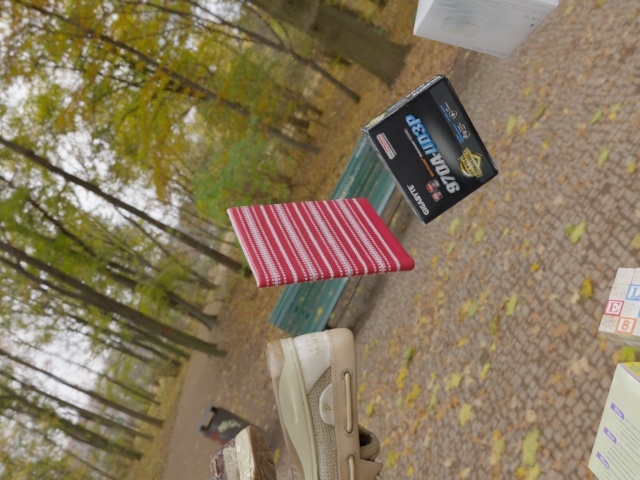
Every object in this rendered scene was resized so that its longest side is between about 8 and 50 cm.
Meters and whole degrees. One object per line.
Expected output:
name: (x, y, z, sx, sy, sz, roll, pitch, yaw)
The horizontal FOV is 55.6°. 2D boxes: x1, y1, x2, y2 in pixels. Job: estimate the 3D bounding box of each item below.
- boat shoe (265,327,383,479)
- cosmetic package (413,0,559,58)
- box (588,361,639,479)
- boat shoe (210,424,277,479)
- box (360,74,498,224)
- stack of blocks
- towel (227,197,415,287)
boat shoe: (0.022, 0.266, 0.711, 0.122, 0.110, 0.341, -123, 21, -68)
cosmetic package: (0.336, -0.504, 1.242, 0.225, 0.224, 0.138, 132, 150, -79)
box: (0.610, 0.373, 1.068, 0.213, 0.117, 0.243, -117, 28, -66)
boat shoe: (-0.134, 0.442, 0.948, 0.123, 0.123, 0.342, -26, 28, 4)
box: (0.205, -0.167, 1.130, 0.175, 0.220, 0.051, -34, 21, 1)
stack of blocks: (0.802, 0.161, 1.354, 0.297, 0.087, 0.171, 1, 61, 58)
towel: (0.000, 0.000, 1.009, 0.199, 0.274, 0.031, -121, 34, -46)
